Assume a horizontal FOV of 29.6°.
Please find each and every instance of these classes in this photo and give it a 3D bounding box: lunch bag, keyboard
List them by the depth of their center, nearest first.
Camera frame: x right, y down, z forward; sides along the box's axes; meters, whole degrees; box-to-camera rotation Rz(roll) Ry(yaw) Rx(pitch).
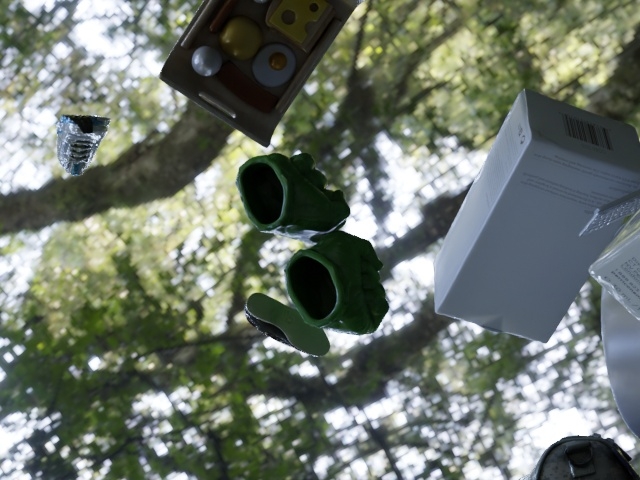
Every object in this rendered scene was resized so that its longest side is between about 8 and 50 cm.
[{"bbox_3d":[0.343,0.413,1.633,0.213,0.305,0.256,-9,-110,-6],"label":"lunch bag"},{"bbox_3d":[0.506,-0.067,1.854,0.256,0.072,0.014,-22,-117,-24],"label":"keyboard"}]

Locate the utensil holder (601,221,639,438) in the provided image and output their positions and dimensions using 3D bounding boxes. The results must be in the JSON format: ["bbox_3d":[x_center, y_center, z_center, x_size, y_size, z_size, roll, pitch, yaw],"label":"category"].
[{"bbox_3d":[0.590,0.100,1.524,0.328,0.385,0.327,12,-104,-55],"label":"utensil holder"}]

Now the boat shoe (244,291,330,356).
[{"bbox_3d":[-0.046,0.119,1.668,0.133,0.042,0.049,31,-116,5],"label":"boat shoe"}]

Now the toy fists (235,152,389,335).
[{"bbox_3d":[0.000,0.000,1.601,0.142,0.096,0.279,12,-136,-60],"label":"toy fists"}]

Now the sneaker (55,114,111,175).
[{"bbox_3d":[-0.343,-0.136,1.736,0.071,0.191,0.082,5,-93,-16],"label":"sneaker"}]

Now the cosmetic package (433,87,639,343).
[{"bbox_3d":[0.353,-0.029,1.999,0.217,0.385,0.156,18,-143,-11],"label":"cosmetic package"}]

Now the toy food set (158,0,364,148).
[{"bbox_3d":[-0.093,-0.335,1.978,0.220,0.306,0.092,32,-168,-15],"label":"toy food set"}]

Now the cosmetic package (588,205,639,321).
[{"bbox_3d":[0.298,-0.042,0.693,0.113,0.309,0.160,44,-111,3],"label":"cosmetic package"}]
